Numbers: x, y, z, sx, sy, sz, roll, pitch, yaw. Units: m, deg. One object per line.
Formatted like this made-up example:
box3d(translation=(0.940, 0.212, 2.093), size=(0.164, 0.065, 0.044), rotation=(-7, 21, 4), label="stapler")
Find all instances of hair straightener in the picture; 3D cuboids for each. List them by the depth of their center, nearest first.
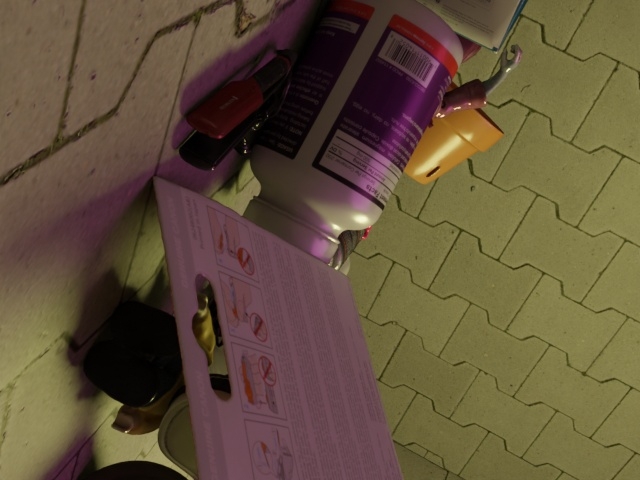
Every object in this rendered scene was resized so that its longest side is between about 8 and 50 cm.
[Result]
box3d(translation=(-0.080, -0.134, 0.868), size=(0.230, 0.047, 0.089), rotation=(-62, 176, -50), label="hair straightener")

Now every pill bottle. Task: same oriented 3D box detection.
box3d(translation=(0.031, -0.141, 1.056), size=(0.323, 0.181, 0.181), rotation=(-62, 174, 0), label="pill bottle")
box3d(translation=(0.000, 0.000, 1.660), size=(0.130, 0.130, 0.246), rotation=(-65, 173, 26), label="pill bottle")

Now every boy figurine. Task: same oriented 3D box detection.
box3d(translation=(-0.180, 0.141, 0.980), size=(0.177, 0.092, 0.285), rotation=(-61, 175, -12), label="boy figurine")

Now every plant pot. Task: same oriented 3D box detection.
box3d(translation=(0.232, -0.262, 1.874), size=(0.203, 0.291, 0.291), rotation=(-47, 178, 16), label="plant pot")

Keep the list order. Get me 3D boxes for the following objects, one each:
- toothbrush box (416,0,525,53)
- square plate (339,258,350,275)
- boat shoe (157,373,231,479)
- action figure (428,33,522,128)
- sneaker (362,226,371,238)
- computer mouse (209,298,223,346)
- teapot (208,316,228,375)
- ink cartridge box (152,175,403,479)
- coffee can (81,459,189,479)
box3d(translation=(0.210, -0.411, 1.187), size=(0.295, 0.216, 0.126), rotation=(-53, 170, -50), label="toothbrush box")
box3d(translation=(-0.062, 0.193, 1.927), size=(0.344, 0.049, 0.347), rotation=(-46, -179, 16), label="square plate")
box3d(translation=(-0.104, 0.217, 0.999), size=(0.340, 0.127, 0.113), rotation=(75, 16, -54), label="boat shoe")
box3d(translation=(0.156, -0.298, 1.380), size=(0.275, 0.248, 0.370), rotation=(-40, -158, 47), label="action figure")
box3d(translation=(0.073, -0.071, 2.042), size=(0.121, 0.112, 0.299), rotation=(-62, 173, -3), label="sneaker")
box3d(translation=(-0.077, 0.159, 1.189), size=(0.072, 0.272, 0.188), rotation=(-7, 144, -28), label="computer mouse")
box3d(translation=(-0.103, 0.179, 1.412), size=(0.256, 0.187, 0.253), rotation=(-18, 110, -58), label="teapot")
box3d(translation=(-0.054, 0.140, 0.869), size=(0.091, 0.308, 0.385), rotation=(-25, 152, 22), label="ink cartridge box")
box3d(translation=(-0.253, 0.436, 1.146), size=(0.201, 0.201, 0.275), rotation=(-58, 173, -32), label="coffee can")
